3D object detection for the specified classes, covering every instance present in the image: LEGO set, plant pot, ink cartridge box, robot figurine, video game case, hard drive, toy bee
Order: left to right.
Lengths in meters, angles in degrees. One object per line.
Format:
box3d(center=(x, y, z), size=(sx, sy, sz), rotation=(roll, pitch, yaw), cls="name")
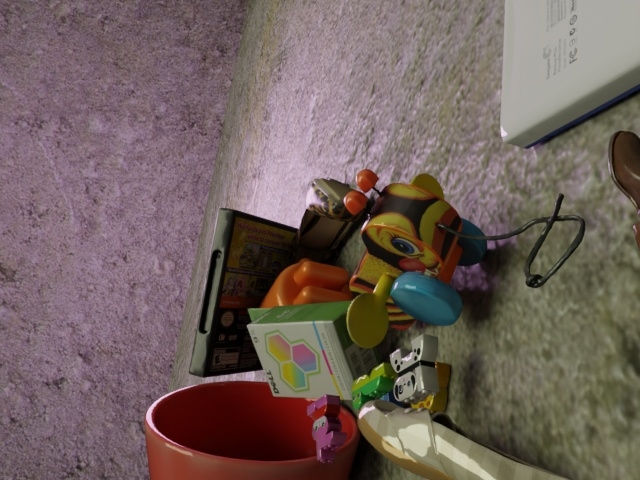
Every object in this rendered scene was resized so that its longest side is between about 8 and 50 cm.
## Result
box3d(center=(-0.095, 0.343, 0.837), size=(0.275, 0.275, 0.243), rotation=(-158, 72, -71), cls="plant pot")
box3d(center=(-0.104, 0.090, 1.053), size=(0.275, 0.035, 0.248), rotation=(16, -96, -65), cls="video game case")
box3d(center=(-0.028, 0.144, 0.840), size=(0.209, 0.062, 0.108), rotation=(-9, 105, 41), cls="ink cartridge box")
box3d(center=(-0.031, 0.119, 0.966), size=(0.158, 0.128, 0.219), rotation=(53, 141, 16), cls="robot figurine")
box3d(center=(0.079, 0.191, 0.678), size=(0.227, 0.087, 0.093), rotation=(-46, 39, 46), cls="LEGO set")
box3d(center=(0.090, -0.006, 0.632), size=(0.298, 0.162, 0.195), rotation=(-52, 8, 43), cls="toy bee")
box3d(center=(0.256, -0.225, 0.497), size=(0.319, 0.040, 0.210), rotation=(148, 131, -65), cls="hard drive")

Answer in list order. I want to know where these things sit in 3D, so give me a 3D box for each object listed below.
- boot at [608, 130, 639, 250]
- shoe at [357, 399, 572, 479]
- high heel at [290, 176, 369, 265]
box3d(center=(0.247, -0.051, 0.413), size=(0.114, 0.037, 0.106), rotation=(130, 134, -60), cls="boot")
box3d(center=(0.118, 0.178, 0.533), size=(0.219, 0.077, 0.058), rotation=(22, 89, 47), cls="shoe")
box3d(center=(0.000, 0.000, 0.988), size=(0.261, 0.093, 0.186), rotation=(-94, 26, -82), cls="high heel")
